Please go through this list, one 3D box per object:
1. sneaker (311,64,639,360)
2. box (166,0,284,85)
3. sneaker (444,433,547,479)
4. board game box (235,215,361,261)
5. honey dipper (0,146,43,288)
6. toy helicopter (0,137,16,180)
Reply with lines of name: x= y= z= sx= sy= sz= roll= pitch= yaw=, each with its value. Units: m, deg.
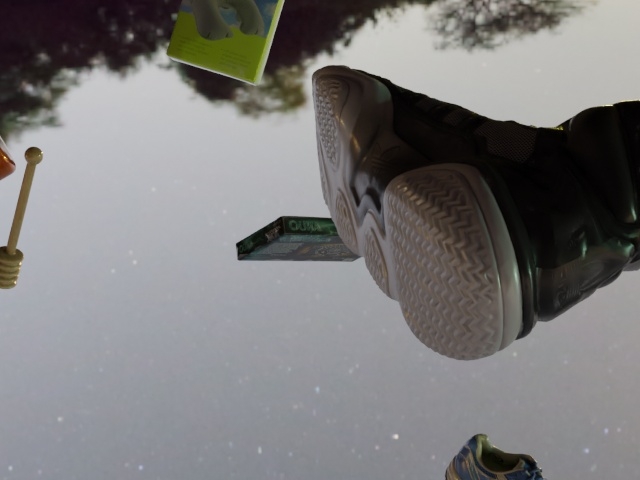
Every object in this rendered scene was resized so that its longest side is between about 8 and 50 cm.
sneaker: x=0.090 y=-0.038 z=0.479 sx=0.153 sy=0.101 sz=0.268 roll=-12 pitch=-149 yaw=-12
box: x=-0.097 y=-0.278 z=0.976 sx=0.109 sy=0.178 sz=0.042 roll=17 pitch=-175 yaw=0
sneaker: x=0.253 y=0.317 z=1.048 sx=0.211 sy=0.081 sz=0.080 roll=27 pitch=-149 yaw=21
board game box: x=0.000 y=0.000 z=1.123 sx=0.186 sy=0.026 sz=0.126 roll=2 pitch=163 yaw=-34
honey dipper: x=-0.307 y=-0.023 z=0.873 sx=0.030 sy=0.161 sz=0.030 roll=19 pitch=-154 yaw=-10
toy helicopter: x=-0.313 y=-0.042 z=0.613 sx=0.140 sy=0.235 sz=0.355 roll=-31 pitch=-133 yaw=-9
